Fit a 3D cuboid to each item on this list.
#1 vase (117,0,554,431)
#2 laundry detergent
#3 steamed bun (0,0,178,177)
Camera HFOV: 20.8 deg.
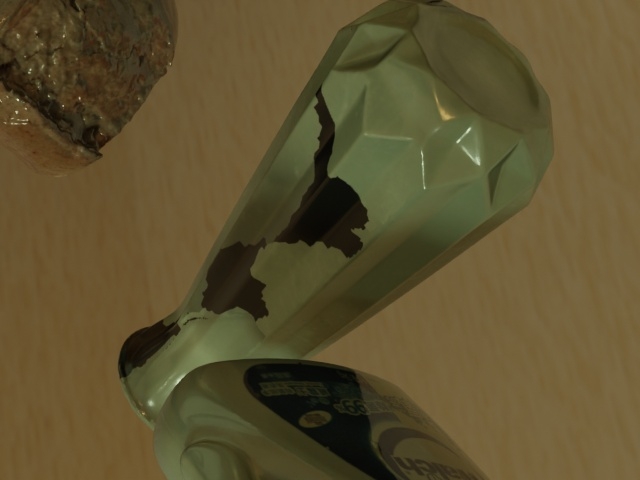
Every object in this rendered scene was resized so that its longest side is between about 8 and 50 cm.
[{"bbox_3d":[0.000,0.000,1.184,0.165,0.165,0.360,14,133,-35],"label":"vase"},{"bbox_3d":[0.037,0.185,1.004,0.214,0.280,0.105,14,114,-37],"label":"laundry detergent"},{"bbox_3d":[-0.173,-0.139,1.169,0.106,0.175,0.145,12,156,32],"label":"steamed bun"}]
